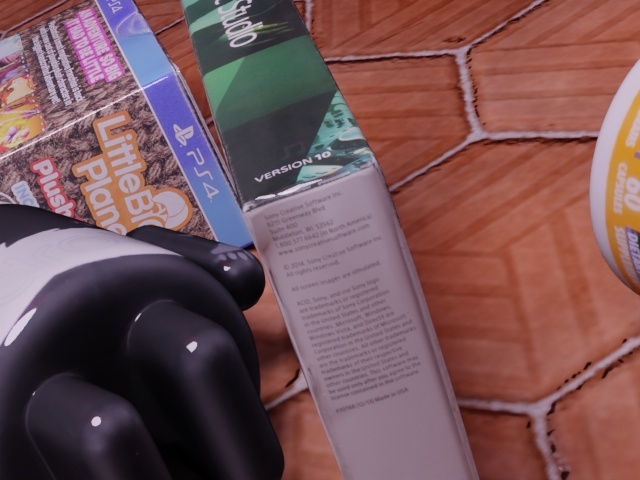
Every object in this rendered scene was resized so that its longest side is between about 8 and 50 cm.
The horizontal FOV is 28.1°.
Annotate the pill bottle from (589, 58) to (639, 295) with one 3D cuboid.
[{"bbox_3d":[0.253,-0.001,0.523,0.152,0.152,0.272,-34,31,-17],"label":"pill bottle"}]

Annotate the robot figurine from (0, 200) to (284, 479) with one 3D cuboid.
[{"bbox_3d":[-0.142,0.075,0.671,0.209,0.174,0.278,7,5,-43],"label":"robot figurine"}]

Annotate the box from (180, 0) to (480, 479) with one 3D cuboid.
[{"bbox_3d":[0.000,0.000,0.621,0.058,0.232,0.322,-20,31,-2],"label":"box"}]

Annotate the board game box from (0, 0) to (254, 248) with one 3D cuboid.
[{"bbox_3d":[-0.224,-0.038,0.926,0.291,0.141,0.232,-26,30,-4],"label":"board game box"}]
